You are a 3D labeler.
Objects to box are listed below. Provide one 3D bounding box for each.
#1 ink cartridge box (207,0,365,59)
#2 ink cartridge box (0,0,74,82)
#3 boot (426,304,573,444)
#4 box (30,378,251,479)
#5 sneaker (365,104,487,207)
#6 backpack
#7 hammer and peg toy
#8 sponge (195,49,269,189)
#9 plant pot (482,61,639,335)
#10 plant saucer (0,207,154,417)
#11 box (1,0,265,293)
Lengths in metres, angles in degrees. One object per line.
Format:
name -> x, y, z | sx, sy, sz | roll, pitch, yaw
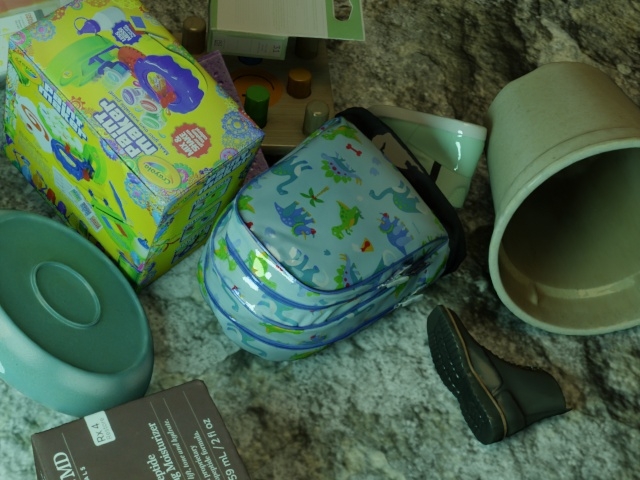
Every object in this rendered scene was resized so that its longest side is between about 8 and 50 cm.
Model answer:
ink cartridge box -> -0.055, -0.351, 1.761 | 0.235, 0.056, 0.171 | 5, 48, -9
ink cartridge box -> -0.497, -0.300, 1.649 | 0.385, 0.279, 0.160 | -19, 98, -24
boot -> 0.236, 0.168, 1.524 | 0.137, 0.077, 0.197 | -12, 66, -24
box -> -0.197, 0.291, 1.276 | 0.203, 0.167, 0.168 | -17, 54, -22
sneaker -> 0.136, -0.121, 1.733 | 0.094, 0.151, 0.256 | 10, 6, -36
backpack -> 0.000, 0.000, 1.525 | 0.356, 0.273, 0.290 | -34, 81, -18
hammer and peg toy -> -0.161, -0.237, 1.761 | 0.361, 0.127, 0.266 | 2, 49, -8
sponge -> -0.157, -0.154, 1.636 | 0.117, 0.210, 0.031 | -23, 20, -1
plant pot -> 0.369, -0.088, 1.625 | 0.334, 0.333, 0.305 | 0, 38, -9
plant saucer -> -0.322, 0.076, 1.398 | 0.317, 0.044, 0.317 | 40, 24, -21
box -> -0.259, -0.129, 1.504 | 0.177, 0.279, 0.290 | -38, 81, -29
